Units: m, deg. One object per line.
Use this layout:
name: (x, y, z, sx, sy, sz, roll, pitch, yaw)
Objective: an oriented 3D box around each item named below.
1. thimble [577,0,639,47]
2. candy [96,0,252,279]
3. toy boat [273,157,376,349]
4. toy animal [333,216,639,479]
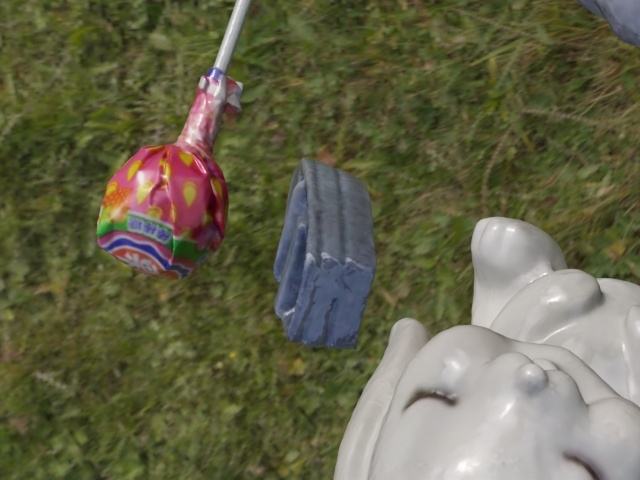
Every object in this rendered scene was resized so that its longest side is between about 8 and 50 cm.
thimble: (0.232, -0.173, 0.660, 0.205, 0.236, 0.172, 26, 113, -16)
candy: (-0.106, -0.140, 1.206, 0.124, 0.124, 0.365, 15, 81, 19)
toy boat: (0.000, 0.000, 1.217, 0.078, 0.283, 0.127, 9, 114, -6)
toy animal: (0.130, 0.130, 0.743, 0.272, 0.265, 0.206, 25, 122, 20)
